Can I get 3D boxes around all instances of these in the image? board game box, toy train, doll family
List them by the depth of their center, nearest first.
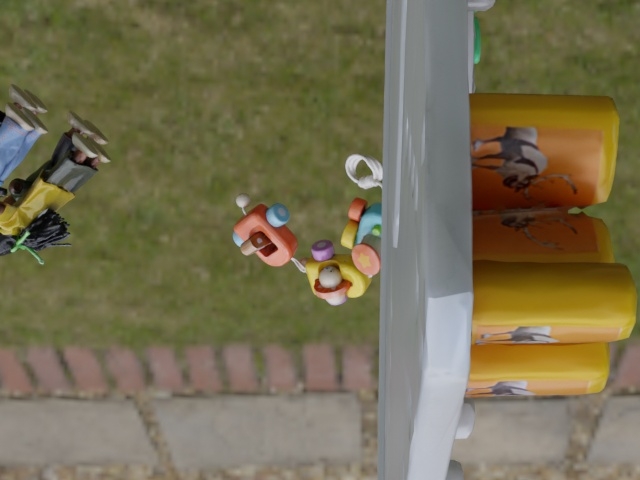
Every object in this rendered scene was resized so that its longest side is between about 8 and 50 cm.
[{"bbox_3d":[0.052,-0.061,0.583,0.050,0.389,0.390,1,153,1],"label":"board game box"},{"bbox_3d":[-0.206,-0.035,1.032,0.111,0.076,0.193,-45,156,7],"label":"doll family"},{"bbox_3d":[0.000,0.000,1.281,0.166,0.046,0.125,-26,110,42],"label":"toy train"}]
